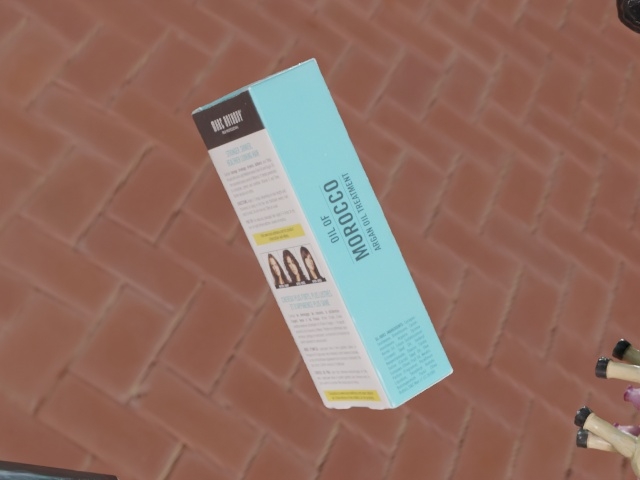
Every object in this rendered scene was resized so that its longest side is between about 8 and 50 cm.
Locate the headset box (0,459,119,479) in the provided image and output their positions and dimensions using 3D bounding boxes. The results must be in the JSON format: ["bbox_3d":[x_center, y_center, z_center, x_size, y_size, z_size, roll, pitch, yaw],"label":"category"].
[{"bbox_3d":[-0.282,0.293,1.047,0.246,0.283,0.131,21,24,-48],"label":"headset box"}]

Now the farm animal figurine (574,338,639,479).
[{"bbox_3d":[0.290,0.288,1.236,0.172,0.330,0.327,22,54,33],"label":"farm animal figurine"}]

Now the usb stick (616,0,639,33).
[{"bbox_3d":[0.296,-0.199,1.140,0.077,0.045,0.278,24,21,14],"label":"usb stick"}]

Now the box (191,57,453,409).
[{"bbox_3d":[0.000,0.000,0.998,0.060,0.100,0.244,-28,98,-28],"label":"box"}]
